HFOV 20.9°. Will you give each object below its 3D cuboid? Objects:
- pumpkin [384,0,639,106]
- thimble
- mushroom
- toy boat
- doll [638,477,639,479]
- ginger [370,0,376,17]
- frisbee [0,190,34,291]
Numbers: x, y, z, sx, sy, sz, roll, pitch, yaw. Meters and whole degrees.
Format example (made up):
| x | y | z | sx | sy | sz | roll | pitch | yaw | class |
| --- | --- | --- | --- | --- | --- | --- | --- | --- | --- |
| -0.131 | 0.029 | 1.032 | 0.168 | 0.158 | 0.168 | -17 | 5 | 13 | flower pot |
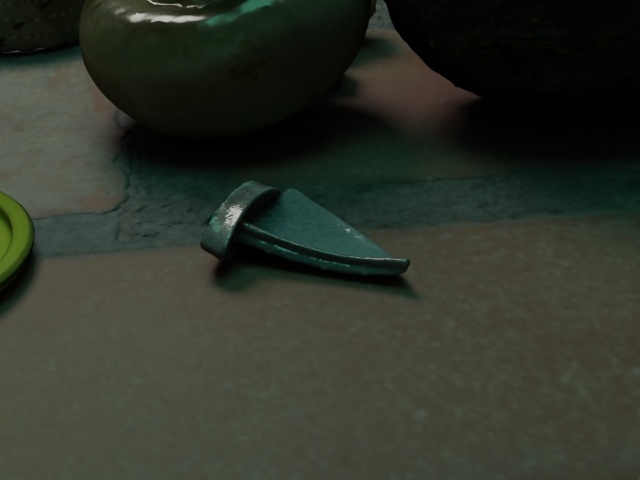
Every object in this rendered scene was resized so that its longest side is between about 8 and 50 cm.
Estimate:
| x | y | z | sx | sy | sz | roll | pitch | yaw | class |
| --- | --- | --- | --- | --- | --- | --- | --- | --- | --- |
| 0.188 | -0.237 | 1.198 | 0.327 | 0.291 | 0.257 | -3 | -7 | -24 | pumpkin |
| -0.235 | -0.191 | 1.393 | 0.084 | 0.062 | 0.110 | 23 | 35 | 39 | thimble |
| -0.073 | -0.182 | 1.179 | 0.207 | 0.215 | 0.207 | -10 | 35 | 7 | mushroom |
| 0.001 | 0.000 | 1.022 | 0.122 | 0.034 | 0.096 | 16 | 30 | 16 | toy boat |
| 0.116 | 0.128 | 0.695 | 0.162 | 0.062 | 0.106 | -12 | 32 | -22 | doll |
| 0.004 | -0.173 | 1.342 | 0.096 | 0.067 | 0.165 | -8 | 39 | -11 | ginger |
| -0.287 | 0.011 | 1.025 | 0.236 | 0.017 | 0.236 | -2 | 25 | 1 | frisbee |
